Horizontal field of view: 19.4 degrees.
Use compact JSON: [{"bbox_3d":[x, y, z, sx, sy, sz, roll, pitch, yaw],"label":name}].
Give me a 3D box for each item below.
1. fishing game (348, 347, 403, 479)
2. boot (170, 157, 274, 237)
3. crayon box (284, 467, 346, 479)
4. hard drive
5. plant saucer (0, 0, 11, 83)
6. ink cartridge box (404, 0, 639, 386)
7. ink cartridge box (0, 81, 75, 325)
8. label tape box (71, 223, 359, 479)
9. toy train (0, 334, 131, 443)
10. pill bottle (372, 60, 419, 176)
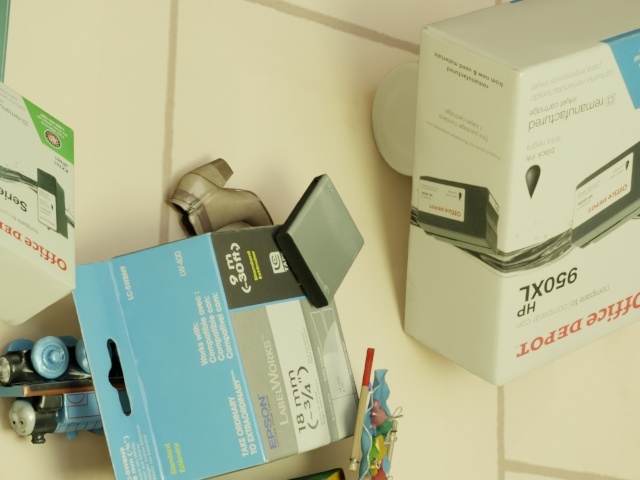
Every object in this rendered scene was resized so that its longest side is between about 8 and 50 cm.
[{"bbox_3d":[0.065,0.231,2.024,0.264,0.041,0.189,76,22,-62],"label":"fishing game"},{"bbox_3d":[-0.111,-0.030,2.059,0.118,0.042,0.087,51,59,-16],"label":"boot"},{"bbox_3d":[-0.010,0.328,1.910,0.278,0.081,0.165,19,57,-83],"label":"crayon box"},{"bbox_3d":[0.000,0.000,2.013,0.094,0.022,0.135,61,30,-19],"label":"hard drive"},{"bbox_3d":[-0.349,-0.195,1.919,0.067,0.018,0.192,15,69,-36],"label":"plant saucer"},{"bbox_3d":[0.258,-0.070,2.153,0.285,0.166,0.395,-20,125,-35],"label":"ink cartridge box"},{"bbox_3d":[-0.315,-0.045,1.801,0.153,0.087,0.208,35,36,-41],"label":"ink cartridge box"},{"bbox_3d":[-0.096,0.116,1.916,0.333,0.106,0.241,-8,83,-61],"label":"label tape box"},{"bbox_3d":[-0.239,0.146,1.880,0.184,0.080,0.105,-3,86,-40],"label":"toy train"},{"bbox_3d":[0.194,-0.150,2.273,0.245,0.136,0.136,-6,82,-40],"label":"pill bottle"}]
